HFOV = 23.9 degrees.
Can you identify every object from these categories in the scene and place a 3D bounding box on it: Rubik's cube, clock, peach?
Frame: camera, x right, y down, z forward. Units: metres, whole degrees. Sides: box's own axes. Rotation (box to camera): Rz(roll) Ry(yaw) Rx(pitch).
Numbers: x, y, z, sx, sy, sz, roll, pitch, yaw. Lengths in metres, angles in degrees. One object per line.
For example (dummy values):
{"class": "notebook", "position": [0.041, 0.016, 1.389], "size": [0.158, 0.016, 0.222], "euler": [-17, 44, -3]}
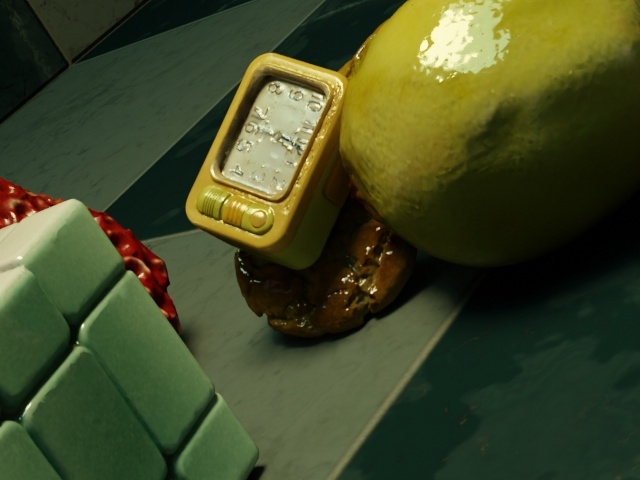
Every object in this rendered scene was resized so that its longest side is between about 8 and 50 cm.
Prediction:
{"class": "Rubik's cube", "position": [-0.304, 0.203, 1.346], "size": [0.319, 0.322, 0.316], "euler": [-18, 26, 35]}
{"class": "clock", "position": [-0.039, -0.083, 1.585], "size": [0.143, 0.096, 0.202], "euler": [20, 82, 36]}
{"class": "peach", "position": [0.181, -0.123, 1.466], "size": [0.316, 0.281, 0.314], "euler": [-26, -13, -10]}

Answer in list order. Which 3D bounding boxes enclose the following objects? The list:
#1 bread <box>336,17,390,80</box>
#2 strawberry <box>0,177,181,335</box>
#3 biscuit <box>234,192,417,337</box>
{"class": "bread", "position": [0.059, -0.150, 1.889], "size": [0.233, 0.160, 0.088], "euler": [-46, 41, -20]}
{"class": "strawberry", "position": [-0.348, 0.048, 1.725], "size": [0.295, 0.345, 0.317], "euler": [-38, 21, -13]}
{"class": "biscuit", "position": [0.000, 0.000, 1.613], "size": [0.226, 0.042, 0.226], "euler": [-10, 67, 25]}
